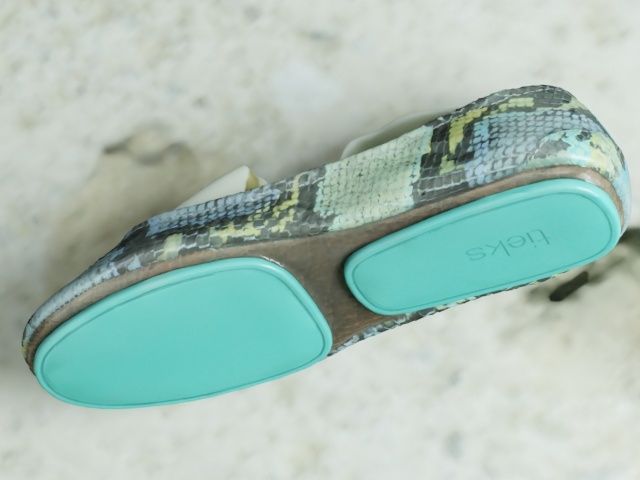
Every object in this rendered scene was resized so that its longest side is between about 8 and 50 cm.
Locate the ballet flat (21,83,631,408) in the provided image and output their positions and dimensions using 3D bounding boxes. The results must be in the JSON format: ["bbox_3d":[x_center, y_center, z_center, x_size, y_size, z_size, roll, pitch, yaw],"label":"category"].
[{"bbox_3d":[0.000,0.000,0.535,0.188,0.070,0.070,-15,69,11],"label":"ballet flat"}]
